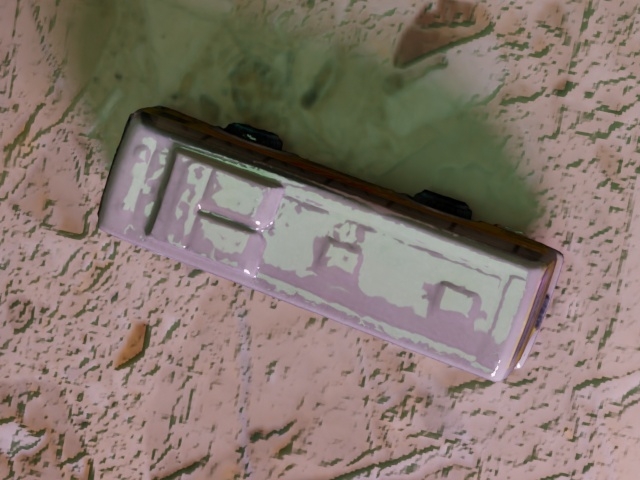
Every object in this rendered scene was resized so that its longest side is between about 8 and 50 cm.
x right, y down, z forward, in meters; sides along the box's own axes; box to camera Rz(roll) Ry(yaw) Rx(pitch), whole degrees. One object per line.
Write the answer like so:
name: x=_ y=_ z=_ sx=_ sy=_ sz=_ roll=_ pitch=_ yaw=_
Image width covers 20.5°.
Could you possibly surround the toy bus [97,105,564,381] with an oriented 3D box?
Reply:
toy bus: x=0.000 y=0.000 z=1.020 sx=0.268 sy=0.106 sz=0.092 roll=21 pitch=99 yaw=10
